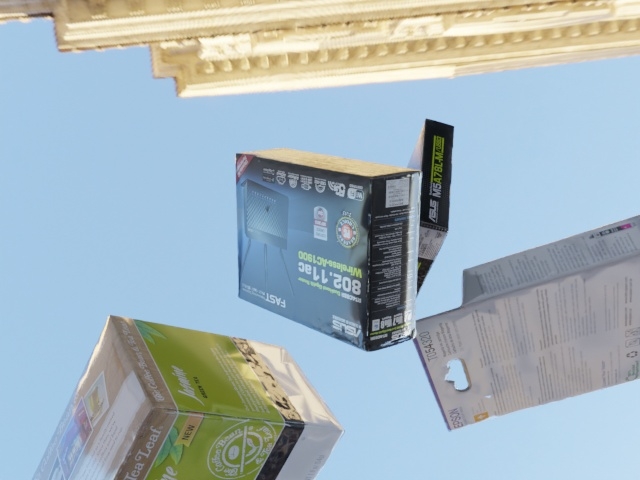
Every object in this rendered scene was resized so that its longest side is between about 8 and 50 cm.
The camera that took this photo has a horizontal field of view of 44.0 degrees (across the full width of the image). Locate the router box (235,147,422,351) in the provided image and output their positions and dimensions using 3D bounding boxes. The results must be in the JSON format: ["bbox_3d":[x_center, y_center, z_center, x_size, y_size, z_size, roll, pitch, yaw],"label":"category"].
[{"bbox_3d":[0.000,0.000,0.445,0.038,0.122,0.092,-12,-72,-38],"label":"router box"}]

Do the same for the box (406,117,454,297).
[{"bbox_3d":[0.114,-0.020,0.969,0.045,0.184,0.190,12,-42,-4],"label":"box"}]

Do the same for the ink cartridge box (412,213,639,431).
[{"bbox_3d":[0.303,0.130,1.106,0.330,0.071,0.324,-16,-42,7],"label":"ink cartridge box"}]

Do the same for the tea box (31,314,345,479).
[{"bbox_3d":[-0.203,0.322,1.159,0.324,0.220,0.328,16,-71,-36],"label":"tea box"}]
